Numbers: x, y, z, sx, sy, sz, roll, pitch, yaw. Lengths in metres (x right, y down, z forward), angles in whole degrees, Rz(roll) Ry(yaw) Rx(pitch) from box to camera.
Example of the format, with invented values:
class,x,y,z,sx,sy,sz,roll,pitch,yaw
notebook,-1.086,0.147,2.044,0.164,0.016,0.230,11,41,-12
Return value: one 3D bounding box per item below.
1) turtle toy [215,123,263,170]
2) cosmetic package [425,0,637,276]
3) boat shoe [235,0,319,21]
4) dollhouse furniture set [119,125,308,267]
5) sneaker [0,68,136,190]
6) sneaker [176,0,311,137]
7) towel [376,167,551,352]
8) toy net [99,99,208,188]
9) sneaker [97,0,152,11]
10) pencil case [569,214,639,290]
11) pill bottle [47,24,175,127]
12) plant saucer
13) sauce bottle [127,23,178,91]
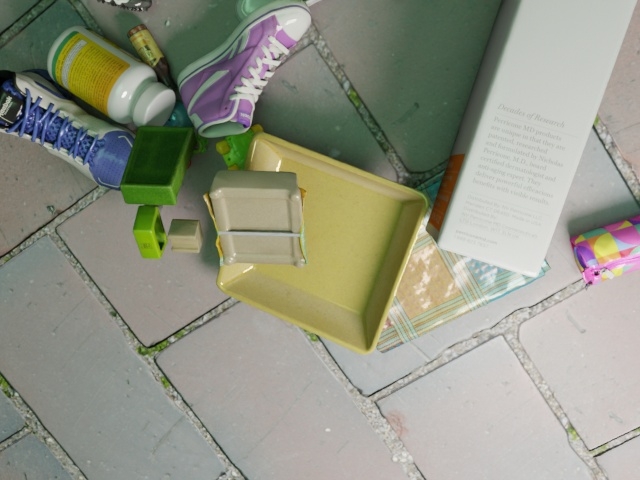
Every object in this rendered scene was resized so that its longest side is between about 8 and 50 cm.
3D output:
class,x,y,z,sx,sy,sz,roll,pitch,yaw
turtle toy,-0.149,-0.177,1.140,0.095,0.066,0.130,-27,101,-14
cosmetic package,0.318,-0.192,0.971,0.162,0.230,0.453,18,97,3
boat shoe,-0.048,-0.437,1.056,0.226,0.076,0.083,-21,101,11
dollhouse furniture set,-0.167,-0.073,1.074,0.302,0.151,0.197,2,139,3
sneaker,-0.479,-0.200,1.088,0.315,0.182,0.127,37,104,7
sneaker,-0.114,-0.281,1.062,0.282,0.102,0.161,-33,63,22
towel,0.212,0.032,1.170,0.370,0.040,0.271,-30,99,13
toy net,-0.325,-0.162,1.179,0.232,0.045,0.122,-34,100,15
sneaker,-0.403,-0.485,1.083,0.234,0.078,0.106,23,108,2
pencil case,0.569,0.007,1.092,0.236,0.104,0.104,-22,101,11
pill bottle,-0.368,-0.283,1.096,0.208,0.117,0.117,33,106,7
plant saucer,0.000,0.000,1.129,0.333,0.081,0.332,22,115,12
sauce bottle,-0.306,-0.332,1.131,0.042,0.042,0.128,-30,98,13
